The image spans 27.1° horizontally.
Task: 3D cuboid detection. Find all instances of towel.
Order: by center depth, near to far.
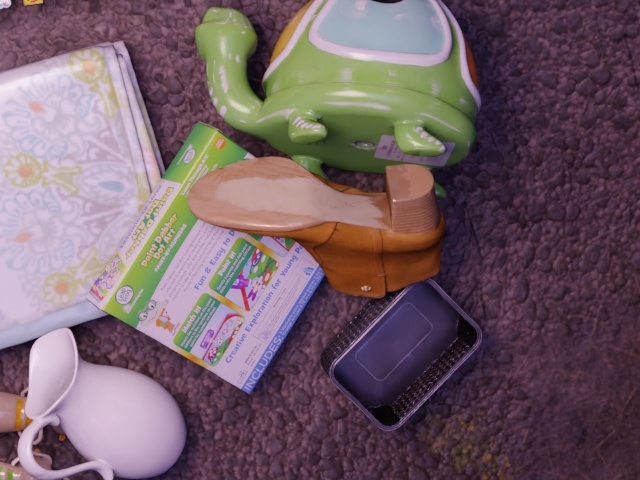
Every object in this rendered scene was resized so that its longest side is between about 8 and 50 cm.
[{"bbox_3d":[-0.362,-0.042,1.588,0.374,0.090,0.321,-18,104,-9],"label":"towel"}]

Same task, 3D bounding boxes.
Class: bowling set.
[{"bbox_3d":[-0.375,0.333,1.594,0.154,0.200,0.287,5,100,-10],"label":"bowling set"}]

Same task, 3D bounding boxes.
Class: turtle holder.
[{"bbox_3d":[0.033,-0.188,1.585,0.320,0.243,0.228,-1,73,26],"label":"turtle holder"}]

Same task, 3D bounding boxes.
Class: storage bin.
[{"bbox_3d":[0.101,0.137,1.690,0.180,0.084,0.122,-45,101,0],"label":"storage bin"}]

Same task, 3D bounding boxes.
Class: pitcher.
[{"bbox_3d":[-0.266,0.228,1.589,0.207,0.125,0.178,40,53,-38],"label":"pitcher"}]

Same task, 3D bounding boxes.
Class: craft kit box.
[{"bbox_3d":[-0.116,0.026,1.600,0.246,0.061,0.250,36,84,-38],"label":"craft kit box"}]

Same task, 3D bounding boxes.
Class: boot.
[{"bbox_3d":[0.001,-0.001,1.568,0.295,0.211,0.104,-2,56,2],"label":"boot"}]

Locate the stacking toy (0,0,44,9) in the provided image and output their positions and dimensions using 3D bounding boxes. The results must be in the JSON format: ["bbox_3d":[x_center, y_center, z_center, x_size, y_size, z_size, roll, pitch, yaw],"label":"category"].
[{"bbox_3d":[-0.340,-0.296,1.527,0.221,0.167,0.052,-10,99,-6],"label":"stacking toy"}]
